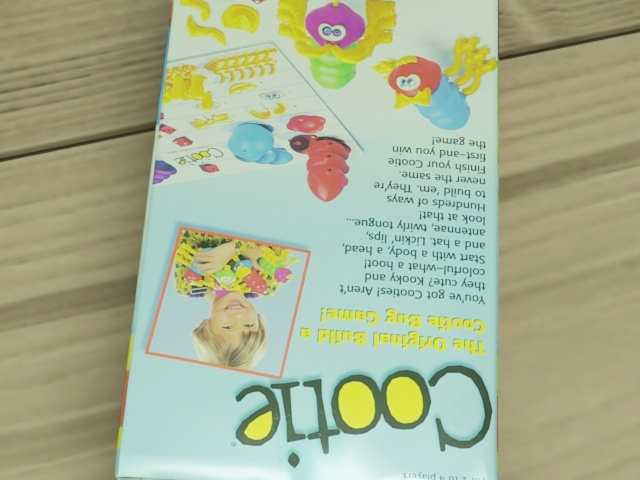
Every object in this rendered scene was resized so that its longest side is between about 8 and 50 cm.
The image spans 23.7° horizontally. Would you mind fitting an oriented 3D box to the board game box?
[{"bbox_3d":[0.000,0.000,0.671,0.144,0.142,0.275,4,62,0],"label":"board game box"}]
